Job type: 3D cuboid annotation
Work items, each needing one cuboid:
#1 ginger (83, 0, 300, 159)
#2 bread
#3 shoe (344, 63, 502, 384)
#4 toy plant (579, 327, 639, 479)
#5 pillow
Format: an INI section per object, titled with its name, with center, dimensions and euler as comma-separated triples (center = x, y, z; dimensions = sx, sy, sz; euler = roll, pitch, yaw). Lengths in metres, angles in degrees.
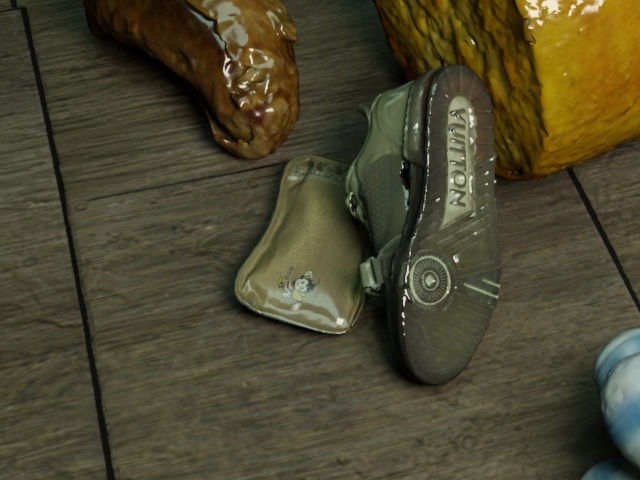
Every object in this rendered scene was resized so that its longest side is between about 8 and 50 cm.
[ginger]
center = -0.126, -0.228, 1.547
dimensions = 0.165, 0.172, 0.321
euler = 4, 32, -50
[bread]
center = 0.202, -0.241, 1.427
dimensions = 0.215, 0.398, 0.398
euler = -27, 53, -15
[shoe]
center = 0.082, -0.012, 1.371
dimensions = 0.109, 0.149, 0.293
euler = 11, 80, -35
[toy plant]
center = 0.331, 0.185, 1.143
dimensions = 0.247, 0.247, 0.332
euler = -21, 44, -17
[pillow]
center = 0.000, 0.000, 1.423
dimensions = 0.130, 0.033, 0.217
euler = 18, 49, 8
